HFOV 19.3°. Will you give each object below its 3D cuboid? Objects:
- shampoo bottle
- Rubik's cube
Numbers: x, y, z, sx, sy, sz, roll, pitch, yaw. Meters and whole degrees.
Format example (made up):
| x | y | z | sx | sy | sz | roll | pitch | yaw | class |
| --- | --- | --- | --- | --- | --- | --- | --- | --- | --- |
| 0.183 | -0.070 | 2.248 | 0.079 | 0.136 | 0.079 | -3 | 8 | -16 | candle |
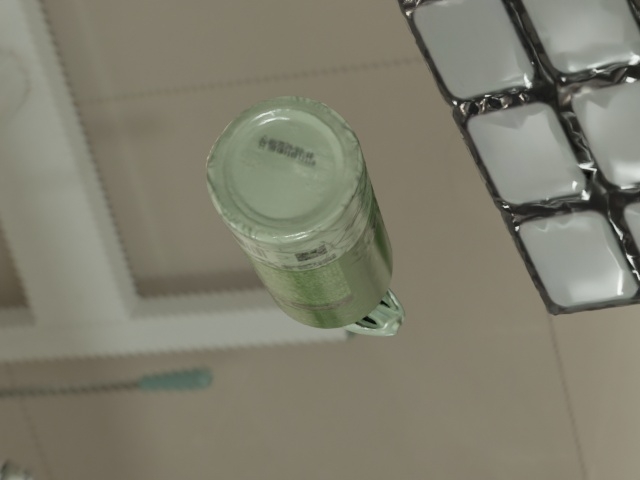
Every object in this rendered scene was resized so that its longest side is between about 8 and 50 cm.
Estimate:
| x | y | z | sx | sy | sz | roll | pitch | yaw | class |
| --- | --- | --- | --- | --- | --- | --- | --- | --- | --- |
| 0.000 | 0.000 | 0.809 | 0.065 | 0.065 | 0.204 | 11 | 166 | 10 | shampoo bottle |
| 0.281 | -0.191 | 1.199 | 0.337 | 0.344 | 0.343 | -10 | 116 | 42 | Rubik's cube |
